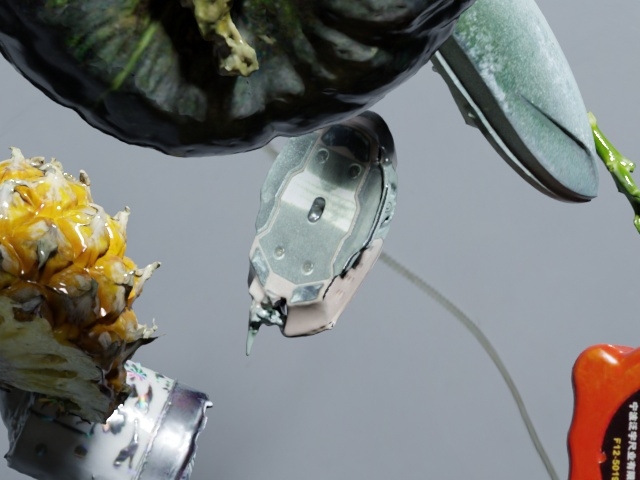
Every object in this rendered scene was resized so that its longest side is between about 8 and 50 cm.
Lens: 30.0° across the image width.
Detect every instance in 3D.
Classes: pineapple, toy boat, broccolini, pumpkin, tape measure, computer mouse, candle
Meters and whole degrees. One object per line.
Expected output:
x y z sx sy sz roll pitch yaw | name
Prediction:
-0.289 -0.027 1.164 0.344 0.286 0.209 26 138 -11 | pineapple
0.175 -0.158 1.136 0.092 0.141 0.319 -18 118 45 | toy boat
0.378 -0.063 1.472 0.058 0.067 0.216 -27 81 -34 | broccolini
-0.050 -0.203 0.637 0.323 0.241 0.323 1 122 2 | pumpkin
0.336 0.213 1.084 0.114 0.260 0.253 16 76 -41 | tape measure
0.004 0.000 1.696 0.199 0.115 0.389 30 98 34 | computer mouse
-0.299 0.213 1.466 0.330 0.187 0.187 25 102 -5 | candle
